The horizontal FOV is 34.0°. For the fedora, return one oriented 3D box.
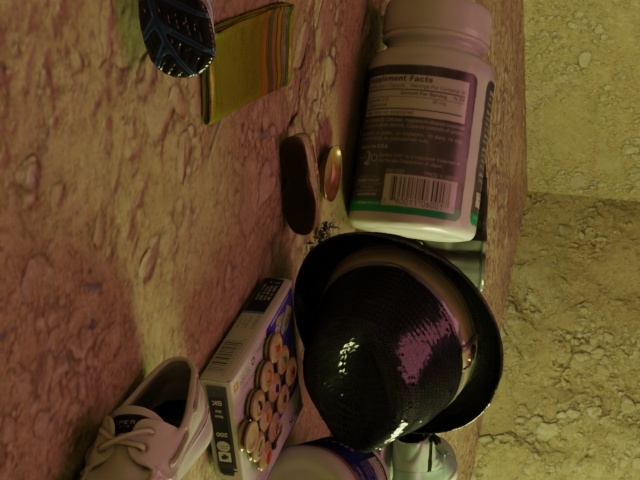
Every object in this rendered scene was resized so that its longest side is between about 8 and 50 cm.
[{"bbox_3d":[0.070,0.156,1.346,0.152,0.334,0.334,-49,143,-45],"label":"fedora"}]

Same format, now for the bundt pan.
[{"bbox_3d":[0.261,-0.001,2.110,0.331,0.124,0.331,1,90,-86],"label":"bundt pan"}]

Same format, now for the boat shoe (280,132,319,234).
[{"bbox_3d":[-0.021,-0.074,1.350,0.045,0.050,0.135,-45,139,-56],"label":"boat shoe"}]

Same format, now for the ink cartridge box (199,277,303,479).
[{"bbox_3d":[-0.077,0.185,1.271,0.206,0.045,0.208,-60,150,-53],"label":"ink cartridge box"}]

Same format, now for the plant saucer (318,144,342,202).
[{"bbox_3d":[0.012,-0.097,1.509,0.083,0.015,0.083,7,90,-73],"label":"plant saucer"}]

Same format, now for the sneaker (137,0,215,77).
[{"bbox_3d":[-0.136,-0.248,0.894,0.081,0.080,0.211,-97,-177,-57],"label":"sneaker"}]

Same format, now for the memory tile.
[{"bbox_3d":[-0.060,0.190,1.233,0.113,0.012,0.148,67,35,-57],"label":"memory tile"}]

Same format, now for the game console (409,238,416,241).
[{"bbox_3d":[0.151,0.104,2.002,0.213,0.044,0.361,-2,99,-75],"label":"game console"}]

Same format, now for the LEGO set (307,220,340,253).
[{"bbox_3d":[-0.001,-0.002,1.504,0.083,0.023,0.054,-13,107,-58],"label":"LEGO set"}]

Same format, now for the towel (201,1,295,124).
[{"bbox_3d":[-0.076,-0.202,1.169,0.237,0.021,0.102,-46,138,-63],"label":"towel"}]

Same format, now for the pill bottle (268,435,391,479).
[{"bbox_3d":[0.010,0.349,1.439,0.265,0.153,0.153,23,75,-73],"label":"pill bottle"}]

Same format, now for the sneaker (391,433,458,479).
[{"bbox_3d":[0.185,0.353,1.810,0.256,0.094,0.151,-34,126,-69],"label":"sneaker"}]

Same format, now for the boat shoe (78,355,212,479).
[{"bbox_3d":[-0.161,0.188,0.921,0.267,0.096,0.088,-50,139,-63],"label":"boat shoe"}]

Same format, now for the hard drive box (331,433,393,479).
[{"bbox_3d":[0.082,0.348,1.782,0.181,0.089,0.232,-12,109,-73],"label":"hard drive box"}]

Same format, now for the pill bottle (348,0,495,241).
[{"bbox_3d":[0.165,-0.187,1.653,0.204,0.204,0.361,20,77,-73],"label":"pill bottle"}]
